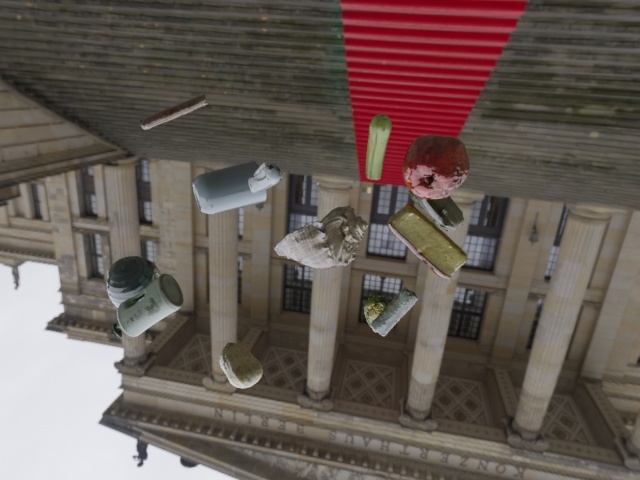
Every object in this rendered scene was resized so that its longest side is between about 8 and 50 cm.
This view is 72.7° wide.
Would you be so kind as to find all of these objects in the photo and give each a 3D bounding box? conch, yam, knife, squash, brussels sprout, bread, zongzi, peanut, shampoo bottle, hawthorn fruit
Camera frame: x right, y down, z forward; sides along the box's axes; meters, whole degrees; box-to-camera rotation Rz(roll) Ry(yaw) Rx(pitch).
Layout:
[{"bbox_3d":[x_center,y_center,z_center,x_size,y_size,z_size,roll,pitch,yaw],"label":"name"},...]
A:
[{"bbox_3d":[0.009,0.014,1.578,0.209,0.353,0.297,60,-163,17],"label":"conch"},{"bbox_3d":[-0.543,-0.474,1.611,0.264,0.046,0.046,-25,-156,-4],"label":"yam"},{"bbox_3d":[-0.177,-0.190,1.332,0.041,0.073,0.266,-31,-172,-19],"label":"knife"},{"bbox_3d":[0.212,-0.352,1.633,0.084,0.249,0.083,4,-146,-3],"label":"squash"},{"bbox_3d":[0.287,0.359,2.161,0.139,0.180,0.101,-1,-165,29],"label":"brussels sprout"},{"bbox_3d":[0.432,-0.008,1.799,0.324,0.143,0.333,43,-168,3],"label":"bread"},{"bbox_3d":[0.545,-0.155,2.081,0.125,0.250,0.274,-41,-170,-8],"label":"zongzi"},{"bbox_3d":[-0.351,0.542,1.887,0.152,0.152,0.313,-8,-165,-31],"label":"peanut"},{"bbox_3d":[0.337,0.321,1.969,0.093,0.259,0.093,31,-158,-14],"label":"yam"},{"bbox_3d":[-0.527,0.207,1.294,0.118,0.234,0.087,62,-167,21],"label":"shampoo bottle"},{"bbox_3d":[0.343,-0.209,1.330,0.208,0.207,0.243,11,-145,18],"label":"hawthorn fruit"}]

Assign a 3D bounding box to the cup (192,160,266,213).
[{"bbox_3d":[-0.433,-0.247,2.066,0.313,0.205,0.205,-17,-154,-19],"label":"cup"}]

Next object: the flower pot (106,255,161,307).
[{"bbox_3d":[-0.646,0.159,1.534,0.157,0.242,0.189,-8,-124,-5],"label":"flower pot"}]
